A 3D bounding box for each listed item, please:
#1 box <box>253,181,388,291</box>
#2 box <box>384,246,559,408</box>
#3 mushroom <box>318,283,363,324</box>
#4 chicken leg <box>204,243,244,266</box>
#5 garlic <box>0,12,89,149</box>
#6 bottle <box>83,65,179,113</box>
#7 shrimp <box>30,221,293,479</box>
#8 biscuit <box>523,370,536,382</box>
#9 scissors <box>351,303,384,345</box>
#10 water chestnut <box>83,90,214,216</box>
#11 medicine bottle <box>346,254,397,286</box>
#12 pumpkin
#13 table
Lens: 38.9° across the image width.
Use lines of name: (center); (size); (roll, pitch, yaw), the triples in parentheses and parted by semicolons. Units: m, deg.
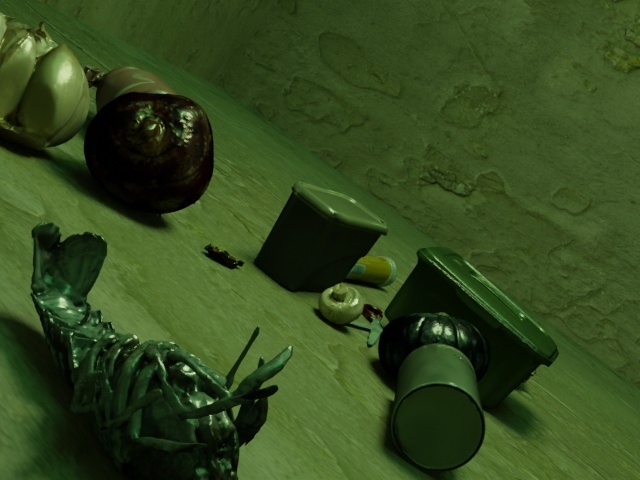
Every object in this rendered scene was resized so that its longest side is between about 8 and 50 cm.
box: (0.000, 0.000, 1.757); (0.138, 0.178, 0.274); (38, 11, 24)
box: (0.294, 0.171, 1.797); (0.328, 0.178, 0.252); (44, 14, 15)
mushroom: (0.037, 0.112, 1.627); (0.083, 0.067, 0.084); (0, 40, 0)
chicken leg: (-0.164, 0.030, 1.567); (0.083, 0.021, 0.036); (28, 2, -28)
garlic: (-0.501, -0.267, 1.467); (0.281, 0.203, 0.184); (20, -3, -38)
bottle: (-0.397, -0.281, 1.902); (0.206, 0.173, 0.297); (24, 13, -30)
shrimp: (-0.156, 0.121, 0.818); (0.410, 0.166, 0.221); (25, 5, 41)
biscuit: (0.353, 0.195, 2.067); (0.334, 0.081, 0.289); (41, 16, -15)
scissors: (0.106, 0.170, 1.744); (0.144, 0.017, 0.247); (36, 12, 20)
water chestnut: (-0.290, -0.148, 1.565); (0.223, 0.223, 0.238); (35, -33, 16)
medicine bottle: (0.097, 0.062, 2.071); (0.074, 0.074, 0.218); (38, 13, 29)
pumpkin: (0.192, 0.187, 1.534); (0.194, 0.150, 0.194); (33, -1, 1)
table: (0.168, 0.234, 1.305); (0.126, 0.126, 0.220); (33, 9, 1)
